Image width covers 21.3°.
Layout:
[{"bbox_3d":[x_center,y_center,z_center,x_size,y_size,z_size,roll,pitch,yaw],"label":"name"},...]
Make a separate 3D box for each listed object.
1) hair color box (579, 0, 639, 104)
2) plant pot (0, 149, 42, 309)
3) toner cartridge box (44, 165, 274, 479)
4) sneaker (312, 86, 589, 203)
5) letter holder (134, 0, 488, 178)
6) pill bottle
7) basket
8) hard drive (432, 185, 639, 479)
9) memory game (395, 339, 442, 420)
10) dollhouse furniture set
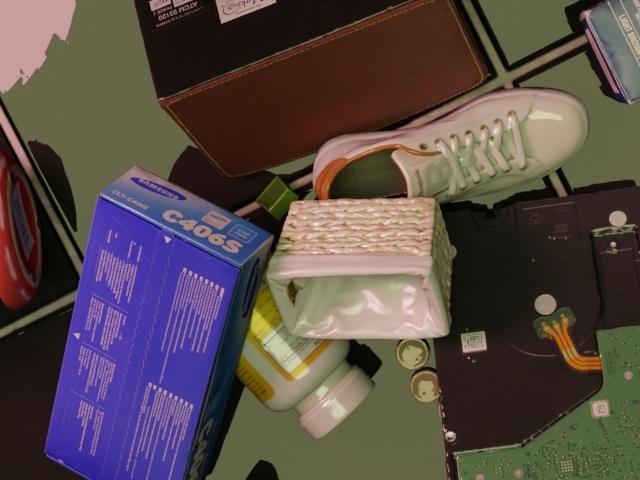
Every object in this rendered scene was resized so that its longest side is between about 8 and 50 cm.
[{"bbox_3d":[0.430,-0.254,1.657,0.347,0.174,0.105,-26,92,8],"label":"hair color box"},{"bbox_3d":[-0.389,-0.001,1.766,0.174,0.191,0.191,-8,96,4],"label":"plant pot"},{"bbox_3d":[-0.169,0.111,1.730,0.165,0.075,0.348,26,125,13],"label":"toner cartridge box"},{"bbox_3d":[0.136,-0.074,1.728,0.290,0.123,0.106,-15,109,7],"label":"sneaker"},{"bbox_3d":[-0.004,-0.207,1.735,0.302,0.214,0.152,-21,63,10],"label":"letter holder"},{"bbox_3d":[-0.044,0.104,1.779,0.117,0.117,0.208,-43,91,9],"label":"pill bottle"},{"bbox_3d":[0.044,0.025,1.681,0.167,0.103,0.113,-2,141,15],"label":"basket"},{"bbox_3d":[0.233,0.122,1.701,0.237,0.064,0.339,-9,64,7],"label":"hard drive"},{"bbox_3d":[0.172,0.113,1.811,0.186,0.012,0.186,1,97,5],"label":"memory game"},{"bbox_3d":[0.000,0.000,1.810,0.151,0.058,0.076,40,92,-19],"label":"dollhouse furniture set"}]
